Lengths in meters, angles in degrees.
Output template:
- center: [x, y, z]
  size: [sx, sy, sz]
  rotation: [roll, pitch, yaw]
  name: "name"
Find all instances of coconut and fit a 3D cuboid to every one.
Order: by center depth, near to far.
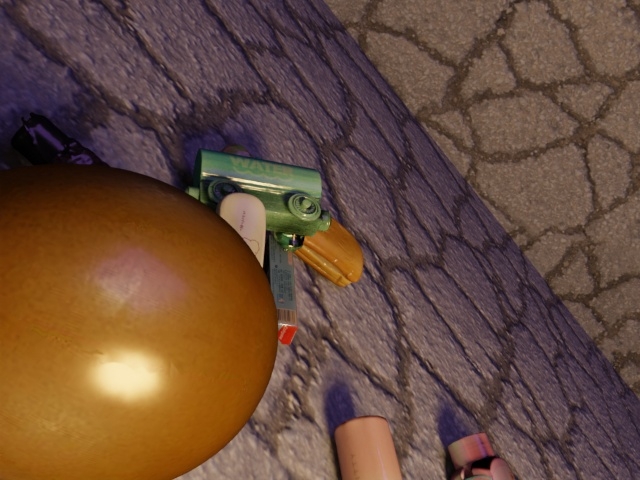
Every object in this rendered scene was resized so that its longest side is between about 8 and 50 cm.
- center: [-0.151, -0.130, 1.111]
  size: [0.083, 0.081, 0.082]
  rotation: [33, 66, -63]
  name: "coconut"

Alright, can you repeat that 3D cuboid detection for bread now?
- center: [0.000, 0.000, 1.217]
  size: [0.200, 0.077, 0.115]
  rotation: [39, 38, -28]
  name: "bread"

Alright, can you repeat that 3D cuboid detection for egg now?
- center: [-0.199, 0.075, 0.556]
  size: [0.351, 0.283, 0.282]
  rotation: [24, 39, -37]
  name: "egg"

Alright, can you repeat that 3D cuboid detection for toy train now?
- center: [-0.102, -0.077, 1.033]
  size: [0.249, 0.101, 0.159]
  rotation: [10, 51, -21]
  name: "toy train"

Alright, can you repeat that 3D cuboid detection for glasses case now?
- center: [-0.123, 0.026, 0.915]
  size: [0.074, 0.049, 0.193]
  rotation: [9, 82, -28]
  name: "glasses case"

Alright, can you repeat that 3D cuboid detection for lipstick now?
- center: [0.089, 0.410, 0.857]
  size: [0.087, 0.087, 0.326]
  rotation: [31, 35, -40]
  name: "lipstick"

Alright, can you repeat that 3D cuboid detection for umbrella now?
- center: [-0.257, -0.030, 0.802]
  size: [0.326, 0.090, 0.094]
  rotation: [45, 31, -19]
  name: "umbrella"

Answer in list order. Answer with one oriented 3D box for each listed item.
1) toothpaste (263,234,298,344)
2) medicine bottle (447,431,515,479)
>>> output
- center: [-0.071, 0.083, 1.028]
  size: [0.044, 0.070, 0.193]
  rotation: [10, 43, -16]
  name: "toothpaste"
- center: [0.304, 0.457, 1.148]
  size: [0.119, 0.094, 0.187]
  rotation: [23, 41, -50]
  name: "medicine bottle"
